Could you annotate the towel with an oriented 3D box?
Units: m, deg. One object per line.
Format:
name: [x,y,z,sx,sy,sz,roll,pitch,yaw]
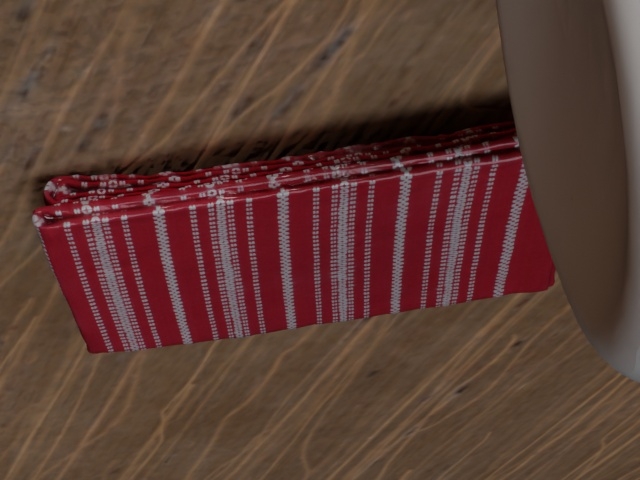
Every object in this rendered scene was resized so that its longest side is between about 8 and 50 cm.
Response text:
towel: [0.000,0.000,0.912,0.275,0.031,0.199,-8,156,-2]

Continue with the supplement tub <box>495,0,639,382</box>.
supplement tub: [0.237,-0.088,0.592,0.325,0.235,0.235,-10,154,-3]
